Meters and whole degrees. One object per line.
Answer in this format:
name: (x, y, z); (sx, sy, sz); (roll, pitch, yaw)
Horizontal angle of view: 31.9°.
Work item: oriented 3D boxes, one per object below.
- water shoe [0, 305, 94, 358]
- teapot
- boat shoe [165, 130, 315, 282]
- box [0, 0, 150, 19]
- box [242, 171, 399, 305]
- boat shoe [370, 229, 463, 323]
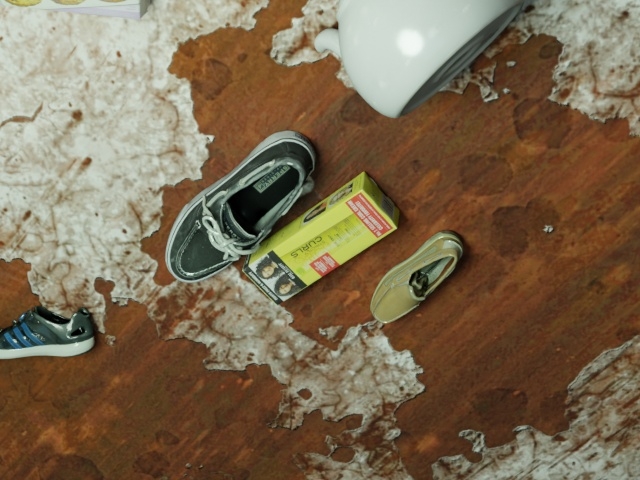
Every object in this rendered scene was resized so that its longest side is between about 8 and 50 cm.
water shoe: (-0.461, 0.142, 1.793); (0.203, 0.073, 0.080); (-2, 100, 3)
teapot: (0.111, -0.288, 1.365); (0.256, 0.252, 0.187); (-41, 86, 8)
boat shoe: (-0.122, -0.027, 1.614); (0.306, 0.105, 0.113); (-37, 111, 25)
box: (-0.386, -0.343, 1.468); (0.324, 0.063, 0.067); (7, 122, 2)
box: (0.000, 0.000, 1.645); (0.232, 0.058, 0.087); (-33, 113, 23)
boat shoe: (0.137, 0.065, 1.663); (0.068, 0.072, 0.190); (31, 121, -13)
